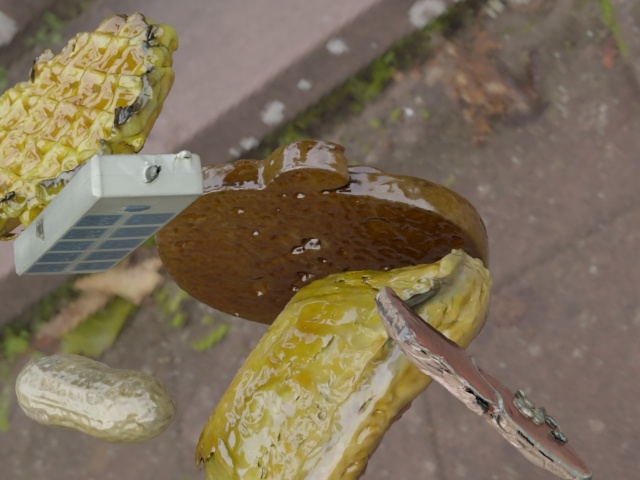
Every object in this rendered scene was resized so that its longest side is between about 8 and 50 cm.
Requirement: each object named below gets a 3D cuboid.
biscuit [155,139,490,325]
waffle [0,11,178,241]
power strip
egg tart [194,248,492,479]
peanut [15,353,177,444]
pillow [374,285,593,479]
[{"bbox_3d":[0.001,-0.008,1.845,0.394,0.350,0.070,8,55,5],"label":"biscuit"},{"bbox_3d":[-0.352,-0.144,2.120,0.379,0.095,0.382,-23,33,24],"label":"waffle"},{"bbox_3d":[-0.210,-0.022,1.535,0.367,0.106,0.043,149,116,-64],"label":"power strip"},{"bbox_3d":[0.006,0.167,1.646,0.443,0.178,0.443,-55,-3,-5],"label":"egg tart"},{"bbox_3d":[-0.259,0.184,1.843,0.214,0.098,0.090,12,91,33],"label":"peanut"},{"bbox_3d":[0.138,0.128,1.385,0.043,0.232,0.126,-49,20,3],"label":"pillow"}]
